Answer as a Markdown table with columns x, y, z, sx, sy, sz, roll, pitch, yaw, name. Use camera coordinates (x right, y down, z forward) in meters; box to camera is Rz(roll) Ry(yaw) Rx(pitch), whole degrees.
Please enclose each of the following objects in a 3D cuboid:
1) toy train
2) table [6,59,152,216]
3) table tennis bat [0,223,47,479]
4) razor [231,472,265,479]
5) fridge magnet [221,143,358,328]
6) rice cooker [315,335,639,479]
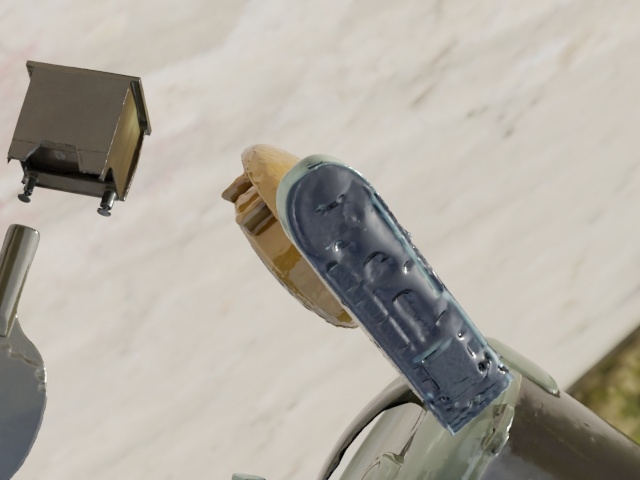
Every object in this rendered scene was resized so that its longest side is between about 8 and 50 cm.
| x | y | z | sx | sy | sz | roll | pitch | yaw | name |
| --- | --- | --- | --- | --- | --- | --- | --- | --- | --- |
| 0.032 | 0.021 | 0.976 | 0.052 | 0.051 | 0.234 | -43 | 136 | -3 | toy train |
| -0.173 | -0.069 | 1.306 | 0.070 | 0.083 | 0.082 | 87 | 15 | -61 | table |
| -0.282 | 0.099 | 1.557 | 0.022 | 0.131 | 0.234 | -11 | -121 | 60 | table tennis bat |
| -0.074 | 0.271 | 1.485 | 0.056 | 0.111 | 0.278 | 0 | -174 | 0 | razor |
| 0.000 | 0.000 | 1.118 | 0.063 | 0.143 | 0.143 | -43 | 165 | 8 | fridge magnet |
| 0.149 | 0.279 | 1.738 | 0.335 | 0.325 | 0.335 | -56 | -174 | 9 | rice cooker |
